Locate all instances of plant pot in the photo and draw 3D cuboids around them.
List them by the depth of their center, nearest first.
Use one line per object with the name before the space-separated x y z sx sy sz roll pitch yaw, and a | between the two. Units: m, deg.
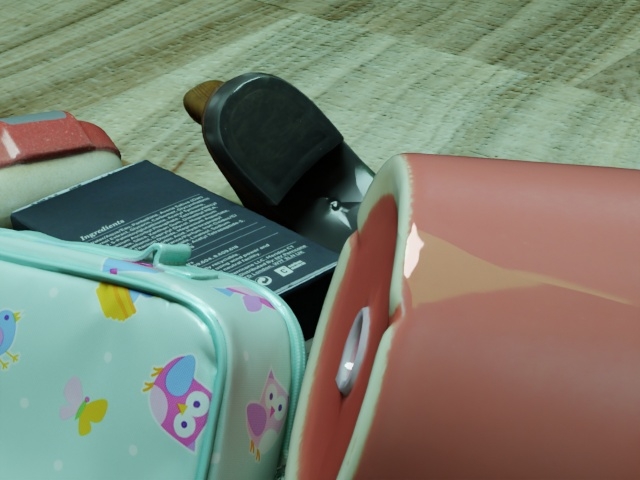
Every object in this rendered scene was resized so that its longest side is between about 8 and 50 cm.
plant pot | 0.123 0.083 0.784 0.243 0.275 0.275 15 28 -7

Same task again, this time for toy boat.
toy boat | -0.247 -0.037 1.171 0.151 0.231 0.151 -13 71 -44

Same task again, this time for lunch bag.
lunch bag | -0.140 0.102 0.902 0.279 0.224 0.108 11 -1 28

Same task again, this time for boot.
boot | 0.000 0.000 1.175 0.096 0.264 0.280 -46 8 -4

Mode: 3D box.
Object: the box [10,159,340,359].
box | -0.083 0.060 1.049 0.108 0.153 0.207 -25 35 -33
